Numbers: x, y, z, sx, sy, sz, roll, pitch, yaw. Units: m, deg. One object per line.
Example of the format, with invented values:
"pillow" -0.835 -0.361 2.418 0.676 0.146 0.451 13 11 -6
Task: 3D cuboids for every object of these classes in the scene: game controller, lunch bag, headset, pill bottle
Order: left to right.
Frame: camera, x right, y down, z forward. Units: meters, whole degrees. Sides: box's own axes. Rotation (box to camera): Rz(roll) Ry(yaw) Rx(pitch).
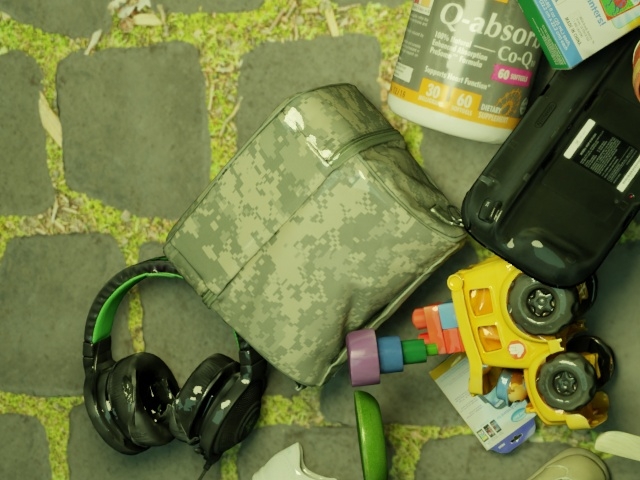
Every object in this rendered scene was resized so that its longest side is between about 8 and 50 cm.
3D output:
"headset" -0.195 0.221 1.887 0.243 0.185 0.394 0 101 22
"lunch bag" 0.000 0.000 1.766 0.305 0.212 0.256 -46 79 21
"pill bottle" 0.185 -0.261 1.687 0.162 0.162 0.278 19 103 19
"game controller" 0.299 -0.100 1.646 0.166 0.067 0.319 36 76 5

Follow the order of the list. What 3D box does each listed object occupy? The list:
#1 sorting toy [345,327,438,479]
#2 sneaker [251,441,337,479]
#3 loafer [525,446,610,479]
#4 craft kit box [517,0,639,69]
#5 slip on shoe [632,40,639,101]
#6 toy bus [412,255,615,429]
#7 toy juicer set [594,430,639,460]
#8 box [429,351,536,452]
"sorting toy" 0.107 0.257 1.777 0.126 0.127 0.365 -6 121 -1
"sneaker" 0.009 0.353 1.885 0.094 0.080 0.212 -44 78 9
"loafer" 0.231 0.351 1.764 0.102 0.092 0.268 44 100 12
"craft kit box" 0.301 -0.352 1.589 0.246 0.061 0.250 -31 102 -8
"slip on shoe" 0.463 -0.101 1.562 0.331 0.101 0.123 39 129 3
"toy bus" 0.221 0.119 1.721 0.211 0.149 0.220 -14 91 21
"toy juicer set" 0.484 0.152 1.664 0.209 0.089 0.329 34 100 2
"box" 0.206 0.191 1.807 0.081 0.028 0.136 -39 84 21
